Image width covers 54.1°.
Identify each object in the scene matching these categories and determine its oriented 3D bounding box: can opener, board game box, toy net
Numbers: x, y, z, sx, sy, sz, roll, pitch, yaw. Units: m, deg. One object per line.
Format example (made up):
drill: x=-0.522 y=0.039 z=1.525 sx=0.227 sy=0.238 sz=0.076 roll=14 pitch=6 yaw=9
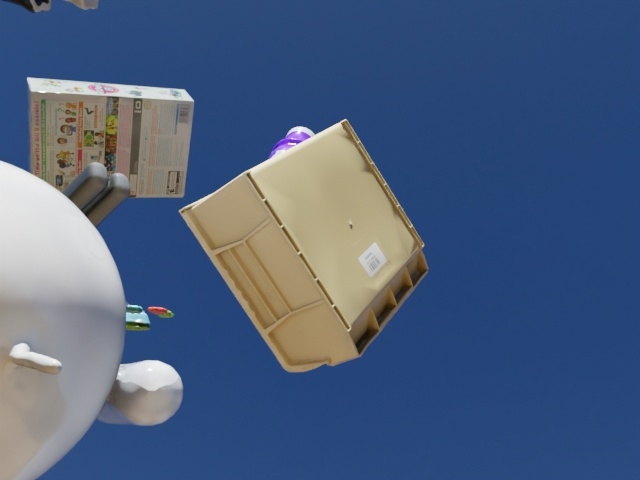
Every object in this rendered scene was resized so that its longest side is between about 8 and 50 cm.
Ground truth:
can opener: x=-0.384 y=0.001 z=0.918 sx=0.280 sy=0.093 sz=0.074 roll=-41 pitch=-40 yaw=19
board game box: x=-0.426 y=-0.200 z=1.272 sx=0.303 sy=0.097 sz=0.224 roll=-3 pitch=-59 yaw=-28
toy net: x=-0.404 y=0.157 z=1.323 sx=0.122 sy=0.232 sz=0.045 roll=1 pitch=-104 yaw=12

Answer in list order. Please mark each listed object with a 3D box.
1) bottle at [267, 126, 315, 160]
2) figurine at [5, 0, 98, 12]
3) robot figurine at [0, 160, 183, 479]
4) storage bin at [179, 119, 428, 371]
bottle: x=-0.067 y=-0.119 z=1.203 sx=0.092 sy=0.283 sz=0.118 roll=21 pitch=-47 yaw=-3
figurine: x=-0.497 y=-0.439 z=1.017 sx=0.209 sy=0.215 sz=0.092 roll=15 pitch=-66 yaw=9
robot figurine: x=-0.243 y=0.064 z=0.408 sx=0.300 sy=0.200 sz=0.353 roll=19 pitch=-21 yaw=-22
storage bin: x=0.000 y=0.000 z=0.843 sx=0.123 sy=0.262 sz=0.260 roll=-28 pitch=-84 yaw=37
